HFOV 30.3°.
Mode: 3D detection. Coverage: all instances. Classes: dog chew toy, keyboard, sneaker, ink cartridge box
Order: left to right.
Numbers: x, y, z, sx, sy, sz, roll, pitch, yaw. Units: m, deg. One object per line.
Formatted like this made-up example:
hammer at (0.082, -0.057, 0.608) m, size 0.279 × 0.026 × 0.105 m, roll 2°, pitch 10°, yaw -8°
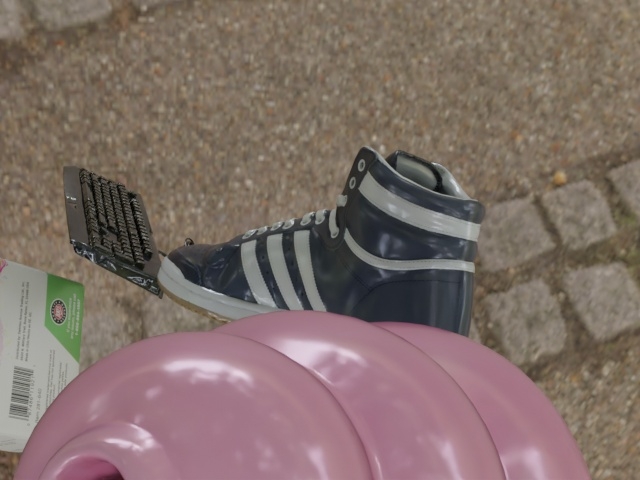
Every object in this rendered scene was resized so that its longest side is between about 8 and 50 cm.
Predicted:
ink cartridge box at (-0.414, 0.121, 1.346) m, size 0.117 × 0.278 × 0.201 m, roll -13°, pitch 67°, yaw 35°
keyboard at (-0.222, -0.007, 1.453) m, size 0.201 × 0.033 × 0.317 m, roll 30°, pitch 11°, yaw -22°
dog chew toy at (-0.003, 0.122, 0.499) m, size 0.207 × 0.332 × 0.206 m, roll -7°, pitch 73°, yaw 24°
sneaker at (0.000, 0.000, 0.875) m, size 0.282 × 0.153 × 0.099 m, roll 15°, pitch 6°, yaw 38°
